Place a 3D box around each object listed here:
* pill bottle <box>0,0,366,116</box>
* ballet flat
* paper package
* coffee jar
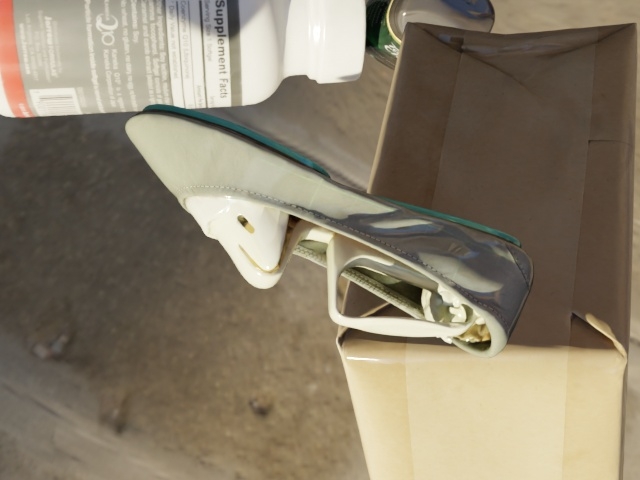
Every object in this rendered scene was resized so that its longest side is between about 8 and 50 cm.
[{"bbox_3d":[-0.146,-0.233,1.308,0.363,0.210,0.210,-4,100,-4],"label":"pill bottle"},{"bbox_3d":[0.000,0.000,0.640,0.213,0.072,0.068,21,71,-6],"label":"ballet flat"},{"bbox_3d":[0.133,0.058,0.943,0.168,0.309,0.324,1,140,13],"label":"paper package"},{"bbox_3d":[0.099,-0.207,1.285,0.096,0.184,0.079,30,87,-11],"label":"coffee jar"}]
